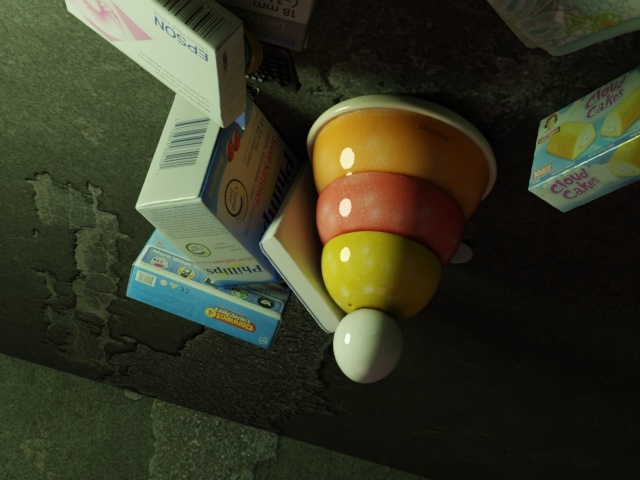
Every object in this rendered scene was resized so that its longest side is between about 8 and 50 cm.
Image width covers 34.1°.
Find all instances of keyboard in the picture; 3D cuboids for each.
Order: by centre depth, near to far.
[{"bbox_3d":[-0.184,-0.304,1.774,0.317,0.033,0.201,18,162,15],"label":"keyboard"}]

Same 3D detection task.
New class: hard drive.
[{"bbox_3d":[0.000,0.000,1.931,0.040,0.319,0.210,-28,110,26],"label":"hard drive"}]

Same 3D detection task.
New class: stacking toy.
[{"bbox_3d":[0.102,0.020,1.805,0.350,0.480,0.351,11,150,7],"label":"stacking toy"}]

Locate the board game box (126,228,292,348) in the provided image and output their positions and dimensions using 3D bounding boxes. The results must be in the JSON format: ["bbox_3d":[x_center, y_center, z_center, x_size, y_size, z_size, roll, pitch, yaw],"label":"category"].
[{"bbox_3d":[-0.198,0.050,2.138,0.308,0.302,0.086,21,125,0],"label":"board game box"}]

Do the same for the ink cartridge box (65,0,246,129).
[{"bbox_3d":[-0.251,-0.309,1.551,0.324,0.071,0.330,37,161,11],"label":"ink cartridge box"}]

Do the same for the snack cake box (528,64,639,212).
[{"bbox_3d":[0.463,-0.166,1.662,0.089,0.152,0.264,29,147,-24],"label":"snack cake box"}]

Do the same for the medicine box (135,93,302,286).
[{"bbox_3d":[-0.172,-0.097,1.943,0.149,0.264,0.289,-5,145,30],"label":"medicine box"}]

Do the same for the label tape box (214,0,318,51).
[{"bbox_3d":[-0.122,-0.388,1.582,0.240,0.106,0.334,15,150,-1],"label":"label tape box"}]

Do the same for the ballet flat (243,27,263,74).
[{"bbox_3d":[-0.131,-0.289,1.612,0.073,0.080,0.232,-12,-171,-28],"label":"ballet flat"}]

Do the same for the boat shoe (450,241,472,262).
[{"bbox_3d":[0.248,0.018,2.190,0.142,0.049,0.040,7,-177,8],"label":"boat shoe"}]

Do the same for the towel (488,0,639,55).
[{"bbox_3d":[0.361,-0.400,1.367,0.374,0.090,0.320,-16,140,41],"label":"towel"}]
